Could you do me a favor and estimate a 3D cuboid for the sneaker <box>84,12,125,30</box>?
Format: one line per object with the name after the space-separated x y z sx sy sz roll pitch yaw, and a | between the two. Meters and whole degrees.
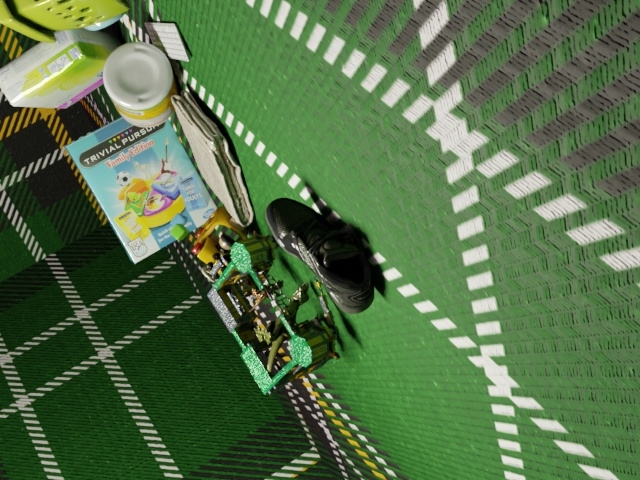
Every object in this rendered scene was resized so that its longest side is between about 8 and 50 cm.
-0.557 -0.597 2.020 0.319 0.127 0.208 28 150 47 | sneaker

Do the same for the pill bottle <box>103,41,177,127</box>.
-0.369 -0.313 1.901 0.136 0.136 0.245 58 172 2 | pill bottle

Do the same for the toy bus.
-0.210 -0.003 1.990 0.202 0.104 0.191 47 -165 29 | toy bus

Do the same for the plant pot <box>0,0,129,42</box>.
-0.539 -0.523 1.773 0.228 0.207 0.227 64 -172 3 | plant pot

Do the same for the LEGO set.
-0.061 0.133 1.824 0.331 0.192 0.255 50 135 21 | LEGO set

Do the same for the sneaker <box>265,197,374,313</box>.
0.000 0.000 1.388 0.227 0.087 0.130 50 163 21 | sneaker

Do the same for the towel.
-0.220 -0.170 1.893 0.187 0.049 0.282 52 166 32 | towel

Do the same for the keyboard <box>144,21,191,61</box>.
-0.300 -0.389 1.773 0.072 0.014 0.256 64 165 -22 | keyboard

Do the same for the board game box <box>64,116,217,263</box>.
-0.446 -0.150 2.299 0.336 0.254 0.079 62 165 -14 | board game box

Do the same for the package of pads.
-0.611 -0.408 2.171 0.101 0.229 0.296 60 -168 -1 | package of pads
